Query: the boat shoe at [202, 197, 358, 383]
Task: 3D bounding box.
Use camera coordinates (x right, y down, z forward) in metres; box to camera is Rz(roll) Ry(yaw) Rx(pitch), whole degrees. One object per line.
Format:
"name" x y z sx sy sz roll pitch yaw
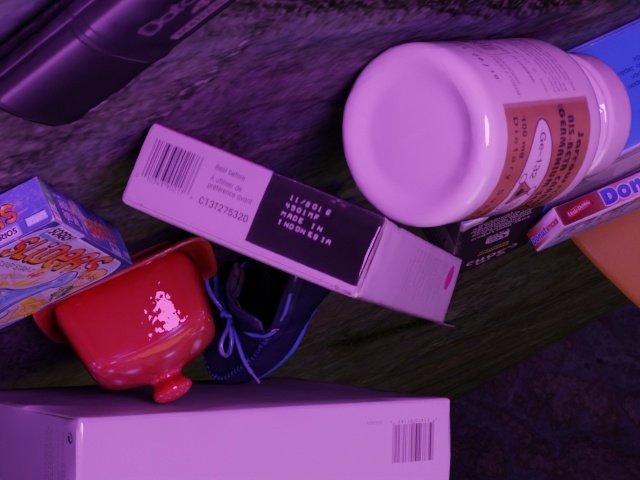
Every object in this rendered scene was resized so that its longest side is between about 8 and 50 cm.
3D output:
"boat shoe" -0.056 0.042 1.529 0.089 0.109 0.258 -6 142 -39

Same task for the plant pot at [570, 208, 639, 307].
"plant pot" 0.385 -0.046 1.788 0.212 0.187 0.212 -34 166 33

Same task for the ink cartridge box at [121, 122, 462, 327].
"ink cartridge box" 0.000 0.000 1.240 0.069 0.175 0.371 -67 164 -2

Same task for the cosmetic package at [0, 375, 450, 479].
"cosmetic package" -0.114 0.184 1.527 0.377 0.097 0.284 1 -178 -33

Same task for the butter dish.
"butter dish" -0.146 0.081 1.410 0.160 0.118 0.160 -24 168 -6

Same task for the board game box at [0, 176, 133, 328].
"board game box" -0.223 0.017 1.176 0.136 0.035 0.201 -26 168 4

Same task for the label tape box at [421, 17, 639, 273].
"label tape box" 0.208 -0.068 1.531 0.240 0.106 0.334 -24 168 -3

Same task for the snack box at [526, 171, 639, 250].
"snack box" 0.269 -0.039 1.464 0.178 0.022 0.064 -22 168 -22

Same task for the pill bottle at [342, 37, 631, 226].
"pill bottle" 0.133 -0.085 1.239 0.131 0.131 0.229 -35 165 37

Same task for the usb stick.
"usb stick" -0.060 -0.140 0.821 0.278 0.045 0.077 -32 159 29
